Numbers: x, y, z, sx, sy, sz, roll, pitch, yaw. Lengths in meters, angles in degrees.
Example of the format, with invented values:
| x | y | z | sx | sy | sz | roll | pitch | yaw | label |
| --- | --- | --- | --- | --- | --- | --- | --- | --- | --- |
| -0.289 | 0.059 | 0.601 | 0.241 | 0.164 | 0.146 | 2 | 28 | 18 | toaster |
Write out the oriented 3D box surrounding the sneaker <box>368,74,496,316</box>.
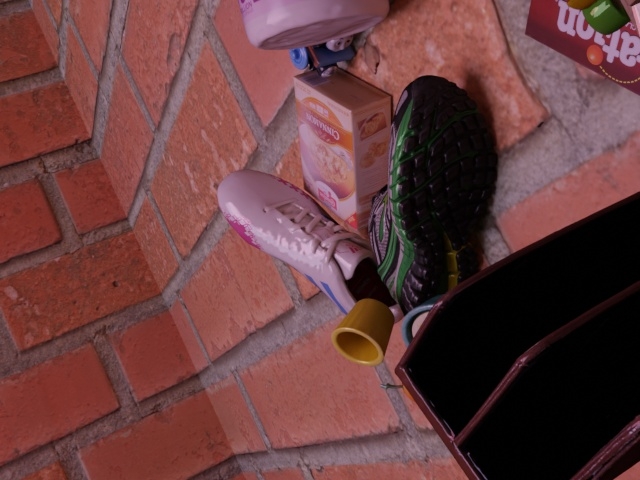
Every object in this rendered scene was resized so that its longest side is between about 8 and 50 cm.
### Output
| x | y | z | sx | sy | sz | roll | pitch | yaw | label |
| --- | --- | --- | --- | --- | --- | --- | --- | --- | --- |
| 0.108 | -0.043 | 0.931 | 0.146 | 0.134 | 0.343 | 46 | 148 | 40 | sneaker |

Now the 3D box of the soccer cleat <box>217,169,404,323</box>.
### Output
| x | y | z | sx | sy | sz | roll | pitch | yaw | label |
| --- | --- | --- | --- | --- | --- | --- | --- | --- | --- |
| 0.000 | 0.000 | 1.116 | 0.331 | 0.116 | 0.143 | 38 | 162 | -4 | soccer cleat |

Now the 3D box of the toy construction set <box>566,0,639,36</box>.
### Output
| x | y | z | sx | sy | sz | roll | pitch | yaw | label |
| --- | --- | --- | --- | --- | --- | --- | --- | --- | --- |
| 0.184 | -0.208 | 0.433 | 0.309 | 0.257 | 0.237 | 44 | 153 | -9 | toy construction set |

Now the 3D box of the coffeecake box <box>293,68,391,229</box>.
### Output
| x | y | z | sx | sy | sz | roll | pitch | yaw | label |
| --- | --- | --- | --- | --- | --- | --- | --- | --- | --- |
| 0.032 | -0.131 | 1.085 | 0.142 | 0.068 | 0.185 | 40 | 145 | 45 | coffeecake box |

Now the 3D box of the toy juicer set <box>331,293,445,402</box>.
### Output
| x | y | z | sx | sy | sz | roll | pitch | yaw | label |
| --- | --- | --- | --- | --- | --- | --- | --- | --- | --- |
| 0.179 | 0.137 | 0.867 | 0.329 | 0.089 | 0.209 | -20 | 119 | 46 | toy juicer set |

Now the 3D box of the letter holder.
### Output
| x | y | z | sx | sy | sz | roll | pitch | yaw | label |
| --- | --- | --- | --- | --- | --- | --- | --- | --- | --- |
| 0.236 | 0.042 | 0.540 | 0.152 | 0.302 | 0.214 | 55 | 152 | 26 | letter holder |

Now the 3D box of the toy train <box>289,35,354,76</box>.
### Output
| x | y | z | sx | sy | sz | roll | pitch | yaw | label |
| --- | --- | --- | --- | --- | --- | --- | --- | --- | --- |
| -0.017 | -0.310 | 1.026 | 0.184 | 0.080 | 0.105 | 64 | 149 | 7 | toy train |

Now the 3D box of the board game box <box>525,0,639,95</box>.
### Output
| x | y | z | sx | sy | sz | roll | pitch | yaw | label |
| --- | --- | --- | --- | --- | --- | --- | --- | --- | --- |
| 0.278 | -0.176 | 0.603 | 0.281 | 0.027 | 0.145 | 45 | 148 | 40 | board game box |

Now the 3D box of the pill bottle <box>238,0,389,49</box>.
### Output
| x | y | z | sx | sy | sz | roll | pitch | yaw | label |
| --- | --- | --- | --- | --- | --- | --- | --- | --- | --- |
| -0.033 | -0.381 | 0.870 | 0.169 | 0.169 | 0.301 | -3 | 101 | 64 | pill bottle |
